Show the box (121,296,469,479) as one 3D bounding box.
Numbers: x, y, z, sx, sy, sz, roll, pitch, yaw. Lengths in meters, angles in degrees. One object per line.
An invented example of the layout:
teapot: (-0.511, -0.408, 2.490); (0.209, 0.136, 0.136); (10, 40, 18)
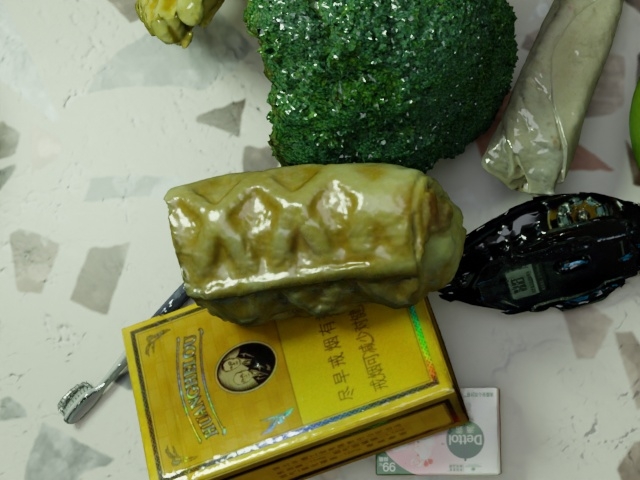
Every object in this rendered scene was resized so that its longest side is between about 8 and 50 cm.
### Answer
box: (-0.029, 0.129, 1.351); (0.301, 0.084, 0.193); (-21, 55, 5)

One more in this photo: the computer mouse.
computer mouse: (0.221, 0.007, 1.346); (0.241, 0.146, 0.078); (-15, 52, 7)

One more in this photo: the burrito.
burrito: (0.243, -0.173, 1.374); (0.082, 0.059, 0.275); (27, 73, -9)

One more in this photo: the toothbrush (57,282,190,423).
toothbrush: (-0.168, 0.081, 1.445); (0.288, 0.024, 0.026); (-46, 64, 1)

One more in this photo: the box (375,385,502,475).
box: (0.116, 0.188, 1.371); (0.125, 0.043, 0.089); (-3, 81, 9)

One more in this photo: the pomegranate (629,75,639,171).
pomegranate: (0.407, -0.090, 1.302); (0.240, 0.190, 0.159); (9, 95, -4)

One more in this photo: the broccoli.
broccoli: (0.051, -0.195, 1.336); (0.275, 0.308, 0.308); (25, 85, 45)

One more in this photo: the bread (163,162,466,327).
bread: (0.000, 0.000, 1.280); (0.267, 0.152, 0.130); (-7, 47, 14)

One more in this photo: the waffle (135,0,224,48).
waffle: (-0.095, -0.306, 1.393); (0.056, 0.261, 0.250); (40, 97, -23)
